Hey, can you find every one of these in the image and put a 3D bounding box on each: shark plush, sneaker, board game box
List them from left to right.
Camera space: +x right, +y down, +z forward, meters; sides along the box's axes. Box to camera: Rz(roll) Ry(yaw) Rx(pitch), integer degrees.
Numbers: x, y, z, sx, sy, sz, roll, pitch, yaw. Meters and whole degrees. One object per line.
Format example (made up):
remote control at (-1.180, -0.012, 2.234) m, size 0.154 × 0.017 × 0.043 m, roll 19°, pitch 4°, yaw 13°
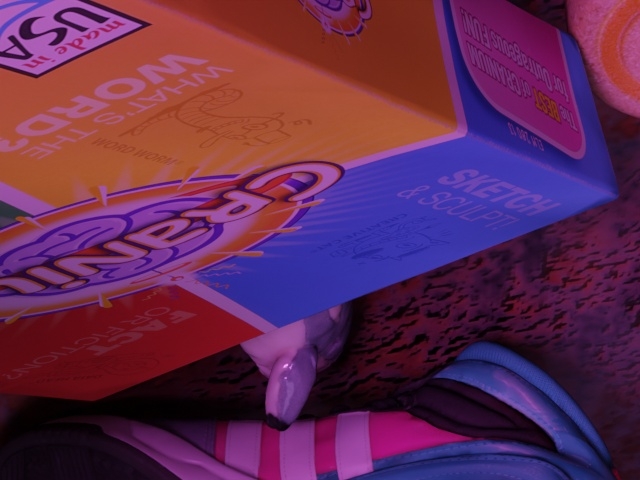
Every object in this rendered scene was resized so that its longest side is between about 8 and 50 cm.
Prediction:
board game box at (-0.081, -0.025, 0.544) m, size 0.242 × 0.064 × 0.316 m, roll -22°, pitch 161°, yaw 27°
shark plush at (0.000, 0.000, 0.734) m, size 0.067 × 0.073 × 0.161 m, roll -15°, pitch 133°, yaw -36°
sneaker at (0.011, 0.111, 0.805) m, size 0.295 × 0.124 × 0.178 m, roll 7°, pitch -162°, yaw 34°

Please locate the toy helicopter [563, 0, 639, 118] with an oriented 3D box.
toy helicopter at (0.205, -0.003, 0.728) m, size 0.235 × 0.140 × 0.355 m, roll -27°, pitch 129°, yaw 33°
